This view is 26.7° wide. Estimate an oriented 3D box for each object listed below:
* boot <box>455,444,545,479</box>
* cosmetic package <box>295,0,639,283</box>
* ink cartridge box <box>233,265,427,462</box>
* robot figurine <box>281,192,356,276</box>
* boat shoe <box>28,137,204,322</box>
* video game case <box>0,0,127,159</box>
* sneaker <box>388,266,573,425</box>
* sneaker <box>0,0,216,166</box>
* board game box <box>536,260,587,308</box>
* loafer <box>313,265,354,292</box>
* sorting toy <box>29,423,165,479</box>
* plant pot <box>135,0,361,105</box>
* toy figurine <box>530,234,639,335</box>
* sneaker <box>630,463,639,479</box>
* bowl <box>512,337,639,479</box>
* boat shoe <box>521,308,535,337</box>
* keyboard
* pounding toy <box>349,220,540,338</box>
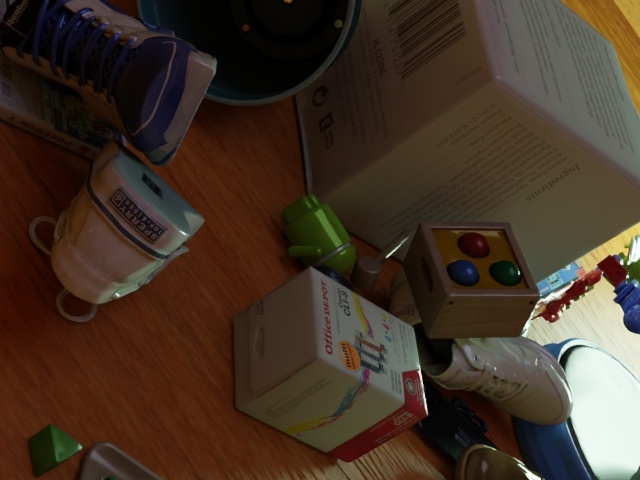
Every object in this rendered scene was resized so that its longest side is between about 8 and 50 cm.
[{"bbox_3d":[0.295,0.345,1.686,0.305,0.115,0.112,39,56,-24],"label":"boot"},{"bbox_3d":[0.214,-0.166,1.888,0.394,0.327,0.329,29,39,-37],"label":"cosmetic package"},{"bbox_3d":[0.008,0.138,1.480,0.176,0.127,0.128,31,38,-35],"label":"ink cartridge box"},{"bbox_3d":[0.000,0.000,1.669,0.115,0.067,0.101,57,21,3],"label":"robot figurine"},{"bbox_3d":[-0.206,0.004,1.306,0.136,0.156,0.367,44,2,-10],"label":"boat shoe"},{"bbox_3d":[-0.295,-0.188,1.474,0.183,0.023,0.201,25,40,-42],"label":"video game case"},{"bbox_3d":[0.201,0.167,1.765,0.305,0.114,0.152,37,34,-12],"label":"sneaker"},{"bbox_3d":[-0.232,-0.183,1.370,0.182,0.127,0.315,23,9,-25],"label":"sneaker"},{"bbox_3d":[0.348,0.031,2.191,0.145,0.027,0.281,58,29,8],"label":"board game box"},{"bbox_3d":[0.038,0.106,1.640,0.170,0.062,0.061,40,54,-18],"label":"loafer"},{"bbox_3d":[-0.143,0.290,1.185,0.348,0.047,0.196,41,32,-24],"label":"sorting toy"},{"bbox_3d":[-0.065,-0.312,1.719,0.271,0.272,0.255,56,15,1],"label":"plant pot"},{"bbox_3d":[0.475,0.133,2.032,0.217,0.191,0.362,52,13,10],"label":"toy figurine"},{"bbox_3d":[0.563,0.393,1.884,0.319,0.127,0.208,52,31,-8],"label":"sneaker"},{"bbox_3d":[0.428,0.319,1.966,0.391,0.077,0.391,36,35,-31],"label":"bowl"},{"bbox_3d":[0.268,0.133,1.936,0.184,0.066,0.063,-27,95,-62],"label":"boat shoe"},{"bbox_3d":[0.183,0.254,1.728,0.180,0.023,0.108,45,37,-19],"label":"keyboard"},{"bbox_3d":[0.146,0.025,1.693,0.206,0.094,0.181,1,46,-19],"label":"pounding toy"}]
